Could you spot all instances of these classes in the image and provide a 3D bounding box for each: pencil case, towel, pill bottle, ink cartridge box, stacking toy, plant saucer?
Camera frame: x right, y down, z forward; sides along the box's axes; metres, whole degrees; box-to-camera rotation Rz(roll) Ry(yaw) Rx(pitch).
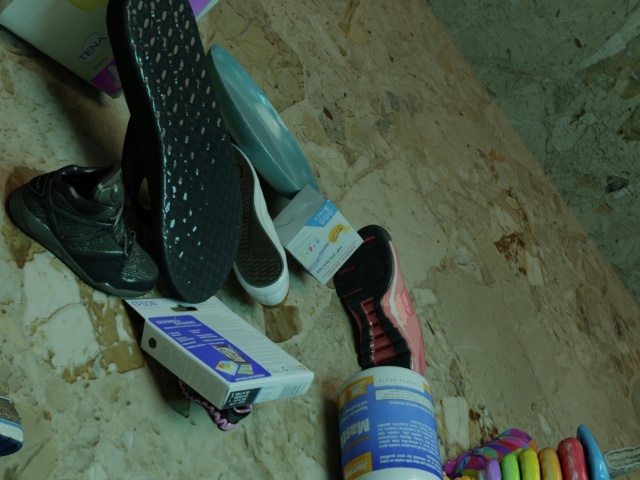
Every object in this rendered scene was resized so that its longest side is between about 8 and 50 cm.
[{"bbox_3d":[0.316,0.408,1.960,0.236,0.104,0.104,0,63,-59],"label":"pencil case"},{"bbox_3d":[0.554,0.477,2.192,0.282,0.187,0.049,9,52,-55],"label":"towel"},{"bbox_3d":[0.106,0.340,1.620,0.152,0.152,0.272,37,35,-37],"label":"pill bottle"},{"bbox_3d":[-0.141,0.147,1.466,0.208,0.045,0.206,36,17,27],"label":"ink cartridge box"},{"bbox_3d":[0.000,0.000,1.769,0.061,0.104,0.181,39,-5,38],"label":"ink cartridge box"},{"bbox_3d":[0.319,0.411,1.791,0.166,0.301,0.175,-80,169,-75],"label":"stacking toy"},{"bbox_3d":[-0.104,-0.187,1.817,0.318,0.043,0.318,53,12,-16],"label":"plant saucer"}]

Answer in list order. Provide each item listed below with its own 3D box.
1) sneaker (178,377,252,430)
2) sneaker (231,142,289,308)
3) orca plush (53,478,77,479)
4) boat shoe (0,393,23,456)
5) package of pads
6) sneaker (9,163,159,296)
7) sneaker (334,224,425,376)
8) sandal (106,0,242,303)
[{"bbox_3d":[-0.139,0.203,1.448,0.119,0.057,0.047,45,33,-24],"label":"sneaker"},{"bbox_3d":[-0.125,-0.018,1.674,0.123,0.105,0.290,75,-5,-61],"label":"sneaker"},{"bbox_3d":[-0.329,0.309,0.989,0.287,0.151,0.102,-19,111,-65],"label":"orca plush"},{"bbox_3d":[-0.379,0.165,1.089,0.183,0.066,0.066,41,27,-50],"label":"boat shoe"},{"bbox_3d":[-0.283,-0.362,1.494,0.229,0.296,0.101,33,25,-38],"label":"package of pads"},{"bbox_3d":[-0.268,-0.014,1.368,0.227,0.130,0.087,44,33,-31],"label":"sneaker"},{"bbox_3d":[0.113,0.129,1.910,0.136,0.115,0.314,30,45,-59],"label":"sneaker"},{"bbox_3d":[-0.210,-0.134,1.493,0.167,0.107,0.446,-23,108,-48],"label":"sandal"}]
